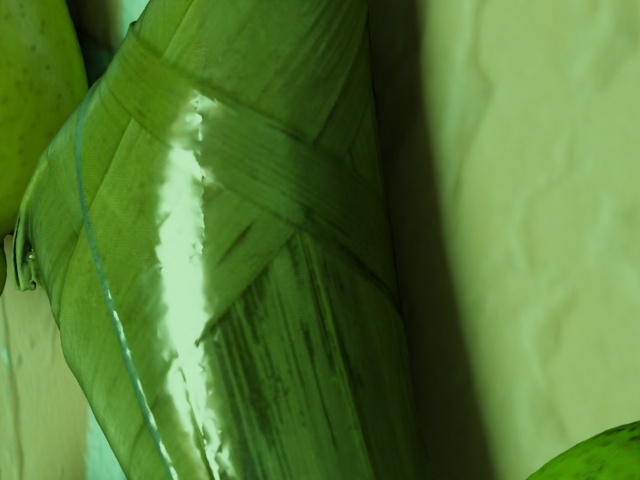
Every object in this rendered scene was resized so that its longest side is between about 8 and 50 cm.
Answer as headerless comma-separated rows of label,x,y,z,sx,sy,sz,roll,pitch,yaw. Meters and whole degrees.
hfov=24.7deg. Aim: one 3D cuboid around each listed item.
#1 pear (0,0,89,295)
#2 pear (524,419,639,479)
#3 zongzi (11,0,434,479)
pear,-0.206,-0.036,0.669,0.267,0.267,0.178,-20,106,52
pear,0.086,0.155,0.391,0.187,0.187,0.219,40,117,36
zongzi,0.000,0.000,0.499,0.256,0.115,0.228,-51,58,36
